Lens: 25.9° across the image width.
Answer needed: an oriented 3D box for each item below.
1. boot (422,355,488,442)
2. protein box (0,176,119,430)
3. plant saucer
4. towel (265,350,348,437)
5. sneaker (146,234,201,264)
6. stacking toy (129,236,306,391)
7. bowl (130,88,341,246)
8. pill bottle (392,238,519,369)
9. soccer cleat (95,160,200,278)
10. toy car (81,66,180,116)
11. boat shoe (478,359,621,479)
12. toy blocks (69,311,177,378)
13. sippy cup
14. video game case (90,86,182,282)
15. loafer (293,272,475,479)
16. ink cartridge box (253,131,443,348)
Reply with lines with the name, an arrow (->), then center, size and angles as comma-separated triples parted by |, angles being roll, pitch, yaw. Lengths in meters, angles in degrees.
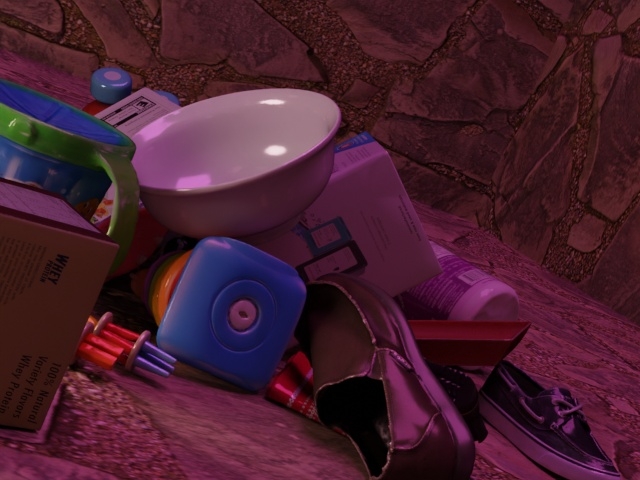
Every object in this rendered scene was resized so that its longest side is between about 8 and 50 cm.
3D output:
boot -> 0.137, 0.211, 1.922 | 0.198, 0.077, 0.137 | 31, -19, 32
protein box -> -0.331, 0.045, 1.274 | 0.201, 0.199, 0.136 | 17, 12, -40
plant saucer -> 0.190, 0.161, 2.187 | 0.259, 0.047, 0.258 | -1, 3, 15
towel -> 0.069, 0.229, 1.798 | 0.275, 0.031, 0.199 | 26, 10, 6
sneaker -> -0.256, -0.003, 2.107 | 0.086, 0.085, 0.237 | 20, 5, 39
stacking toy -> -0.168, 0.073, 1.806 | 0.175, 0.165, 0.302 | 27, -8, -30
bowl -> -0.106, -0.080, 1.811 | 0.298, 0.134, 0.298 | -10, 28, 5
pill bottle -> 0.188, 0.092, 2.458 | 0.301, 0.169, 0.169 | 31, 11, 37
soccer cleat -> -0.250, -0.029, 1.909 | 0.095, 0.248, 0.083 | -1, -53, 53
toy car -> -0.381, -0.143, 2.408 | 0.210, 0.219, 0.238 | 28, 38, 21
boat shoe -> 0.343, 0.268, 2.055 | 0.108, 0.102, 0.301 | 19, 11, -33
toy blocks -> -0.239, 0.118, 1.560 | 0.148, 0.054, 0.123 | 26, 8, 5
sippy cup -> -0.373, -0.060, 1.692 | 0.240, 0.224, 0.305 | 20, 10, -28
video game case -> -0.289, -0.092, 2.061 | 0.329, 0.036, 0.300 | -35, 48, -31
loafer -> 0.050, 0.161, 1.680 | 0.130, 0.133, 0.366 | 5, 30, -35
ink cartridge box -> 0.000, 0.000, 1.998 | 0.197, 0.270, 0.198 | 64, 0, -15
